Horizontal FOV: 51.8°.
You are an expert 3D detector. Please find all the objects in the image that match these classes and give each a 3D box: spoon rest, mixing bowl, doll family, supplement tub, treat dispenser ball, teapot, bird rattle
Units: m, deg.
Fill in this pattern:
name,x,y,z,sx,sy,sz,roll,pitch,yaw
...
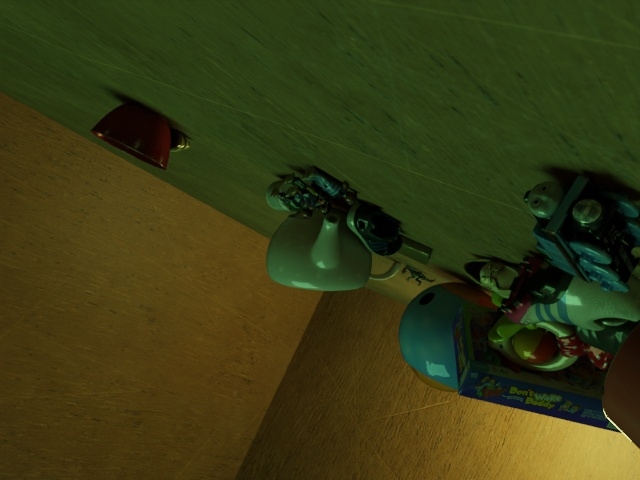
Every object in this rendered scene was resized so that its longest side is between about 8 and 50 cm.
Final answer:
name,x,y,z,sx,sy,sz,roll,pitch,yaw
spoon rest,0.104,0.047,1.998,0.276,0.084,0.137,26,177,-9
mixing bowl,-0.403,-0.240,1.459,0.181,0.098,0.181,25,174,3
doll family,-0.010,-0.086,1.270,0.111,0.076,0.193,33,170,-22
supplement tub,-0.075,-0.099,1.458,0.071,0.071,0.107,28,175,-21
treat dispenser ball,0.351,0.253,1.739,0.288,0.288,0.288,25,175,2
teapot,0.000,0.000,1.462,0.256,0.187,0.253,9,-172,38
bird rattle,0.440,0.179,1.279,0.254,0.143,0.207,20,140,-2

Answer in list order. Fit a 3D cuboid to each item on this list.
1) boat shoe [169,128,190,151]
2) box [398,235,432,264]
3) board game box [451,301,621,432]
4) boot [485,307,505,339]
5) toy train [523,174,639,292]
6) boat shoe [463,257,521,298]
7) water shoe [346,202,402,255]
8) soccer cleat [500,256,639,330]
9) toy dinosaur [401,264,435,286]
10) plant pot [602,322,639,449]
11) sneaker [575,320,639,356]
name,x,y,z,sx,sy,sz,roll,pitch,yaw
boat shoe,-0.396,-0.247,1.578,0.190,0.068,0.072,23,-174,22
box,0.167,0.000,1.571,0.201,0.021,0.164,24,175,10
board game box,0.469,0.267,1.426,0.347,0.078,0.233,13,-149,-1
boot,0.456,0.182,1.368,0.198,0.137,0.077,23,174,23
toy train,0.274,-0.006,0.686,0.105,0.080,0.184,29,178,39
boat shoe,0.326,0.067,1.247,0.059,0.063,0.170,21,177,-18
water shoe,0.129,-0.010,1.360,0.080,0.073,0.203,18,172,39
soccer cleat,0.365,0.088,0.970,0.143,0.116,0.331,25,175,7
toy dinosaur,0.285,0.107,1.991,0.090,0.047,0.082,17,-161,-31
plant pot,0.536,0.223,0.869,0.275,0.275,0.243,30,-176,-40
sneaker,0.554,0.190,1.095,0.286,0.109,0.130,27,180,-26
